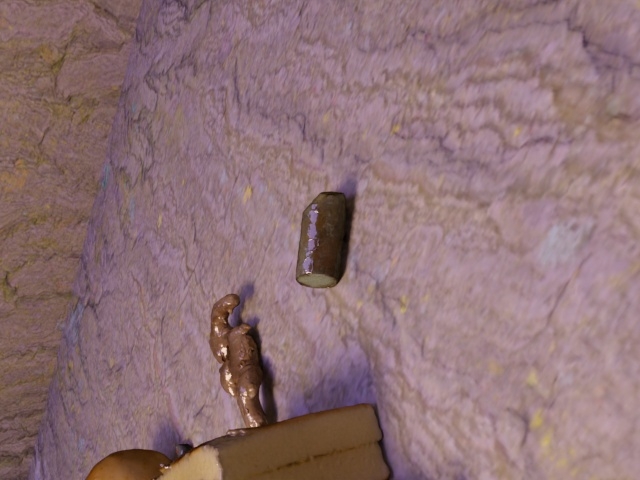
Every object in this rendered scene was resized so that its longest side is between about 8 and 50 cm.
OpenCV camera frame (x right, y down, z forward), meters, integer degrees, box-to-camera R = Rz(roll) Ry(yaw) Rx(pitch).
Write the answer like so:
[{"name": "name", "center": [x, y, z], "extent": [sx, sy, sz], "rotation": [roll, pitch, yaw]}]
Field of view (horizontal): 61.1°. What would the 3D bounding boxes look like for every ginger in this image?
[{"name": "ginger", "center": [-0.146, 0.232, 0.973], "extent": [0.258, 0.065, 0.149], "rotation": [65, 147, 30]}]

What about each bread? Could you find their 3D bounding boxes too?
[{"name": "bread", "center": [-0.080, 0.305, 0.692], "extent": [0.239, 0.246, 0.110], "rotation": [-43, 55, 43]}]

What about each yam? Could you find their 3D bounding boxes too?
[{"name": "yam", "center": [0.000, 0.000, 0.796], "extent": [0.070, 0.070, 0.146], "rotation": [5, 89, 56]}]

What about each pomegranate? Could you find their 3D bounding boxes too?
[{"name": "pomegranate", "center": [-0.400, 0.548, 1.131], "extent": [0.233, 0.233, 0.232], "rotation": [-16, 70, 53]}]

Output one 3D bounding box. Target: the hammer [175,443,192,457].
[{"name": "hammer", "center": [-0.243, 0.530, 1.071], "extent": [0.111, 0.033, 0.287], "rotation": [-60, 40, 28]}]
